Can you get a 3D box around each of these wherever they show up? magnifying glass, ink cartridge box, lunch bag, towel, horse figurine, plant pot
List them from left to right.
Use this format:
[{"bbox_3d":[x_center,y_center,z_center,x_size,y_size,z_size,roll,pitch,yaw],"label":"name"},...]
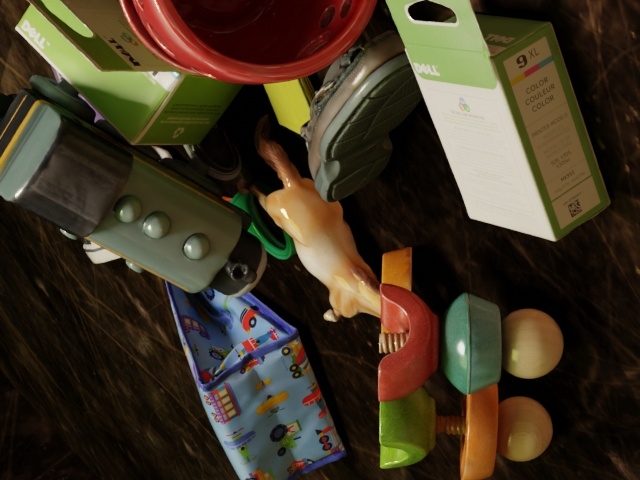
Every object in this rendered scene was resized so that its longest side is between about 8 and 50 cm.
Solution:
[{"bbox_3d":[-0.219,-0.185,1.558,0.189,0.255,0.097,45,112,18],"label":"ink cartridge box"},{"bbox_3d":[-0.116,0.154,2.037,0.293,0.138,0.221,45,161,50],"label":"lunch bag"},{"bbox_3d":[-0.064,-0.217,1.281,0.191,0.191,0.174,60,167,-11],"label":"plant pot"},{"bbox_3d":[-0.087,-0.031,1.824,0.231,0.026,0.092,14,134,58],"label":"magnifying glass"},{"bbox_3d":[-0.053,-0.202,1.506,0.102,0.021,0.237,33,150,57],"label":"towel"},{"bbox_3d":[0.000,0.000,1.620,0.263,0.066,0.174,59,165,-13],"label":"horse figurine"},{"bbox_3d":[0.129,-0.109,1.180,0.109,0.062,0.209,20,138,57],"label":"ink cartridge box"}]

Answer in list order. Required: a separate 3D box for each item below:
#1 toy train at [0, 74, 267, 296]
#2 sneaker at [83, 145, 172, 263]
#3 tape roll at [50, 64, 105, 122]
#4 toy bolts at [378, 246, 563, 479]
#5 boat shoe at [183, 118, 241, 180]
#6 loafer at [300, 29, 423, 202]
[{"bbox_3d":[-0.202,-0.044,1.622,0.334,0.142,0.190,32,-175,-34],"label":"toy train"},{"bbox_3d":[-0.230,-0.047,1.971,0.127,0.126,0.321,66,160,-7],"label":"sneaker"},{"bbox_3d":[-0.248,-0.186,1.812,0.189,0.080,0.189,61,168,23],"label":"tape roll"},{"bbox_3d":[0.133,0.093,1.442,0.228,0.159,0.218,84,-172,-68],"label":"toy bolts"},{"bbox_3d":[-0.133,-0.128,1.746,0.142,0.049,0.040,54,159,12],"label":"boat shoe"},{"bbox_3d":[0.021,-0.115,1.372,0.084,0.096,0.267,57,162,13],"label":"loafer"}]
